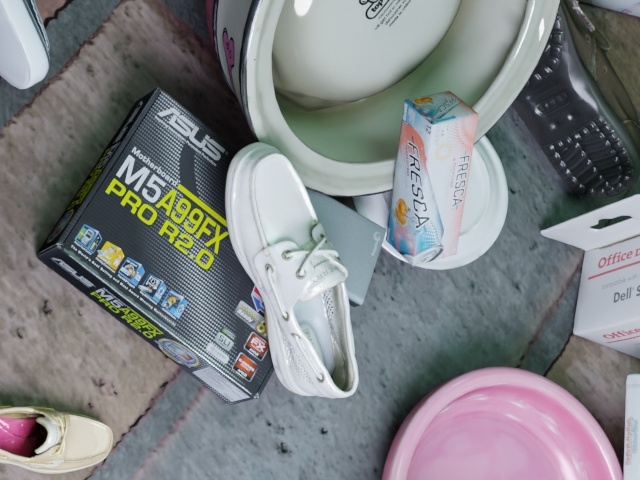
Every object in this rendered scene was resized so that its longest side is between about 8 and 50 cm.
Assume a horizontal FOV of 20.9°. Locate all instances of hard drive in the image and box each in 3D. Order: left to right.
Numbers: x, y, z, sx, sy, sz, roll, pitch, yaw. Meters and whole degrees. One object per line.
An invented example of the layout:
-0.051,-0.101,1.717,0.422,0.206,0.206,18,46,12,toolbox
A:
0.000,0.000,1.843,0.135,0.022,0.094,29,65,-23,hard drive

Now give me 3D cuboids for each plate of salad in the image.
0.122,-0.061,1.990,0.199,0.048,0.200,6,72,-20,plate of salad

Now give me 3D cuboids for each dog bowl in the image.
0.057,-0.257,1.828,0.408,0.150,0.408,-21,132,-25,dog bowl

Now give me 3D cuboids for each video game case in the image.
0.412,0.281,2.042,0.227,0.026,0.206,27,63,-53,video game case

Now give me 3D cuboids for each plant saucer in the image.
0.195,0.309,1.924,0.332,0.084,0.332,7,76,-30,plant saucer

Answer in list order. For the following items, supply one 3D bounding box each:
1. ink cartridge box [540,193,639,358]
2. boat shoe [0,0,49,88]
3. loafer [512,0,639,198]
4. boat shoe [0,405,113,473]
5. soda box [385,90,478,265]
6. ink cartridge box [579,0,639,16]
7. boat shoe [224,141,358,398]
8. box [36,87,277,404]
0.447,0.074,2.059,0.353,0.207,0.119,21,67,-25,ink cartridge box
-0.333,-0.301,1.740,0.102,0.108,0.301,-27,86,-32,boat shoe
0.274,-0.224,2.091,0.366,0.133,0.130,60,33,-17,loafer
-0.274,0.192,1.680,0.170,0.059,0.063,5,76,-30,boat shoe
0.119,-0.066,1.866,0.063,0.058,0.183,-14,128,-27,soda box
0.440,-0.372,2.151,0.306,0.226,0.131,10,73,-30,ink cartridge box
-0.014,0.032,1.751,0.098,0.096,0.277,-30,113,-32,boat shoe
-0.130,0.008,1.811,0.270,0.060,0.216,40,62,-18,box
